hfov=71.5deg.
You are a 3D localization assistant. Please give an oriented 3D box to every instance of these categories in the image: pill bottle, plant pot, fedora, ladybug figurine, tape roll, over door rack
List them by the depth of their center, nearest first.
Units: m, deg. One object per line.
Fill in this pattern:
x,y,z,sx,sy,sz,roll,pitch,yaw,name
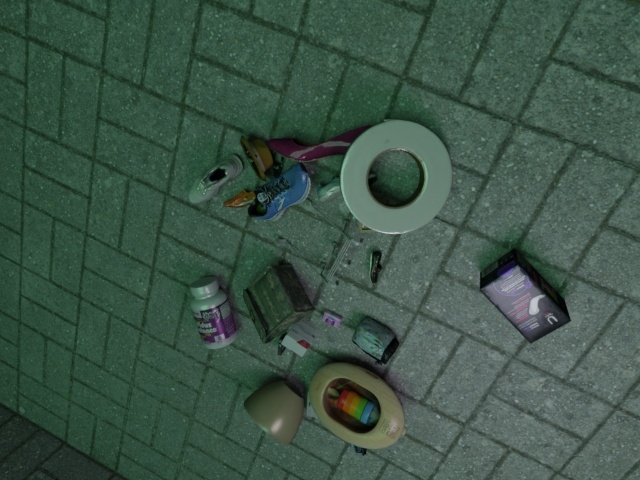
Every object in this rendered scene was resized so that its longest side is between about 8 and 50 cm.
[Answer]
0.256,-0.218,1.538,0.391,0.072,0.393,0,103,-1,tape roll
-0.236,-0.327,1.715,0.079,0.194,0.195,-30,100,-11,fedora
0.000,0.000,1.774,0.324,0.108,0.240,37,118,19,over door rack
0.164,0.698,1.903,0.449,0.162,0.305,28,90,22,ladybug figurine
-0.493,0.325,2.024,0.169,0.169,0.302,-7,108,21,pill bottle
-0.185,0.763,2.055,0.284,0.284,0.191,40,83,1,plant pot

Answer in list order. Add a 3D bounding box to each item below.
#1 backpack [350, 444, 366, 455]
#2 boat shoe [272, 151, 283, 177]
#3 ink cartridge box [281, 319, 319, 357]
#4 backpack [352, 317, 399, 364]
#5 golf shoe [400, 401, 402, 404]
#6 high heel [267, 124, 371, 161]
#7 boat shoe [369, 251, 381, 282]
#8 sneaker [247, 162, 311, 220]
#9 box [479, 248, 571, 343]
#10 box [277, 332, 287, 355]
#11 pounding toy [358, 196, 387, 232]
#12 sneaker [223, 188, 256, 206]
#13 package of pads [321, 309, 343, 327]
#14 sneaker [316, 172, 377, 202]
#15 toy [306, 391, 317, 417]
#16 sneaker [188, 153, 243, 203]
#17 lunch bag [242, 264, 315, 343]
0.178,0.904,2.046,0.084,0.105,0.115,1,110,20,backpack
-0.167,-0.303,1.742,0.046,0.038,0.125,23,116,10,boat shoe
-0.086,0.415,1.927,0.109,0.150,0.063,32,121,5,ink cartridge box
0.225,0.409,1.831,0.181,0.152,0.115,32,112,19,backpack
0.277,0.750,1.973,0.186,0.067,0.086,-37,95,27,golf shoe
-0.003,-0.370,1.620,0.376,0.127,0.182,14,113,4,high heel
0.219,0.109,1.759,0.041,0.049,0.133,9,108,25,boat shoe
-0.163,-0.172,1.691,0.330,0.147,0.130,-41,71,37,sneaker
0.713,0.194,1.565,0.270,0.143,0.165,46,119,-3,box
-0.173,0.469,2.024,0.018,0.067,0.084,12,113,14,box
0.185,-0.110,1.672,0.141,0.100,0.130,-3,115,14,pounding toy
-0.323,-0.174,1.843,0.174,0.064,0.068,-12,86,18,sneaker
0.051,0.338,1.915,0.083,0.032,0.050,24,115,9,package of pads
0.095,-0.213,1.665,0.237,0.085,0.086,-16,78,17,sneaker
0.058,0.764,2.063,0.237,0.056,0.137,7,108,11,toy
-0.451,-0.245,1.814,0.297,0.129,0.111,-35,98,28,sneaker
-0.204,0.272,1.868,0.287,0.168,0.235,-42,64,28,lunch bag
